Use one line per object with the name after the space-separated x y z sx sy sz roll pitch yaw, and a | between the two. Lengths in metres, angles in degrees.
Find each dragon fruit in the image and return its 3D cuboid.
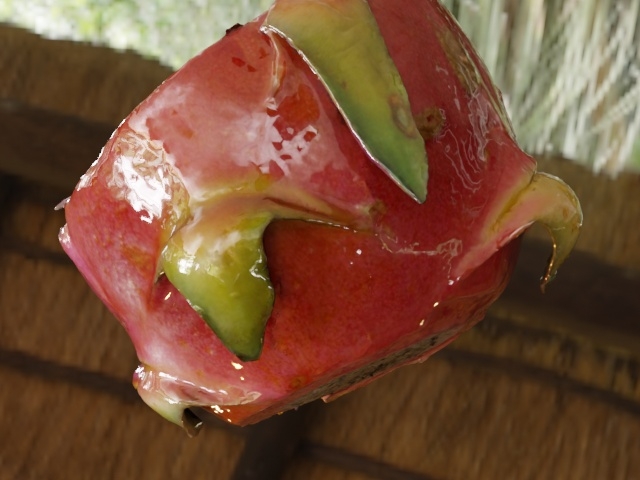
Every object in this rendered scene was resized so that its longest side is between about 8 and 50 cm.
0.000 0.000 0.875 0.290 0.290 0.189 -16 -112 -45 | dragon fruit
